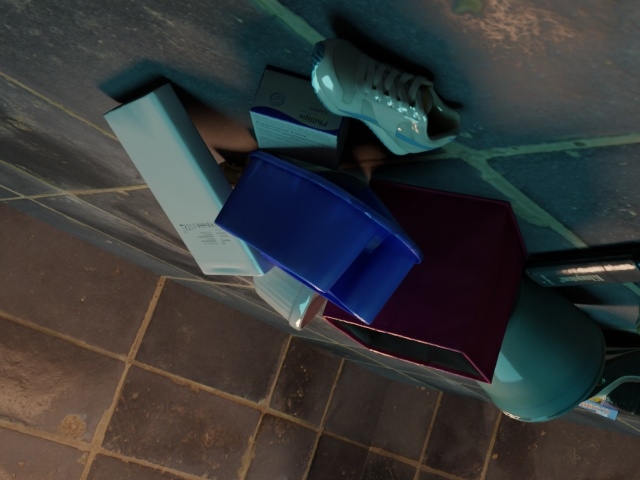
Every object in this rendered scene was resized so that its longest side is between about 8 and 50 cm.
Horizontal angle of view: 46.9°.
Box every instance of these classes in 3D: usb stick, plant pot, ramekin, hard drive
[{"bbox_3d":[0.462,0.049,1.267,0.077,0.045,0.278,24,166,-21],"label":"usb stick"},{"bbox_3d":[0.386,0.187,1.485,0.255,0.271,0.272,40,157,-31],"label":"plant pot"},{"bbox_3d":[-0.021,0.027,1.413,0.127,0.273,0.273,30,167,8],"label":"ramekin"},{"bbox_3d":[-0.234,-0.094,1.303,0.233,0.047,0.353,-2,124,55],"label":"hard drive"}]

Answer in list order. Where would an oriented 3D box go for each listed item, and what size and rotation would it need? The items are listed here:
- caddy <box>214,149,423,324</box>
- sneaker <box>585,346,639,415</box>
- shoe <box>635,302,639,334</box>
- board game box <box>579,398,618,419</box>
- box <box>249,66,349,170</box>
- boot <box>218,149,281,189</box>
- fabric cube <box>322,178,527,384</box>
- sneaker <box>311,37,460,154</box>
[{"bbox_3d":[0.000,-0.025,1.121,0.341,0.179,0.241,28,172,48],"label":"caddy"},{"bbox_3d":[0.647,0.275,1.753,0.448,0.169,0.257,6,-160,-10],"label":"sneaker"},{"bbox_3d":[0.679,0.173,1.445,0.076,0.058,0.219,-31,141,31],"label":"shoe"},{"bbox_3d":[0.649,0.349,1.821,0.201,0.136,0.035,20,131,29],"label":"board game box"},{"bbox_3d":[-0.026,-0.169,1.047,0.126,0.072,0.137,17,166,5],"label":"box"},{"bbox_3d":[-0.138,-0.117,1.395,0.165,0.077,0.213,17,165,23],"label":"boot"},{"bbox_3d":[0.193,0.075,1.295,0.259,0.258,0.254,12,165,28],"label":"fabric cube"},{"bbox_3d":[0.079,-0.177,0.880,0.092,0.087,0.229,-4,160,43],"label":"sneaker"}]
